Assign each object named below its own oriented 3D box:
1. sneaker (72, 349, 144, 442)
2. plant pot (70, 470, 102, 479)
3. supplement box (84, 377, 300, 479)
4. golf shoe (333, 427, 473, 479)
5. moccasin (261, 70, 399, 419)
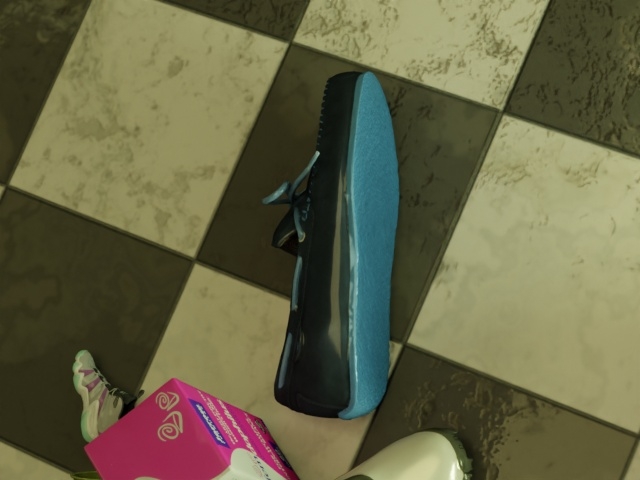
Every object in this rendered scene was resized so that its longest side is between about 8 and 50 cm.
[{"bbox_3d":[-0.213,0.155,1.912,0.069,0.038,0.098,-14,80,16],"label":"sneaker"},{"bbox_3d":[-0.209,0.273,1.859,0.083,0.083,0.079,2,88,22],"label":"plant pot"},{"bbox_3d":[-0.109,0.222,1.749,0.114,0.220,0.111,-39,66,8],"label":"supplement box"},{"bbox_3d":[0.022,0.270,1.743,0.273,0.120,0.105,-39,64,6],"label":"golf shoe"},{"bbox_3d":[0.000,0.000,1.817,0.117,0.138,0.342,-2,74,25],"label":"moccasin"}]
